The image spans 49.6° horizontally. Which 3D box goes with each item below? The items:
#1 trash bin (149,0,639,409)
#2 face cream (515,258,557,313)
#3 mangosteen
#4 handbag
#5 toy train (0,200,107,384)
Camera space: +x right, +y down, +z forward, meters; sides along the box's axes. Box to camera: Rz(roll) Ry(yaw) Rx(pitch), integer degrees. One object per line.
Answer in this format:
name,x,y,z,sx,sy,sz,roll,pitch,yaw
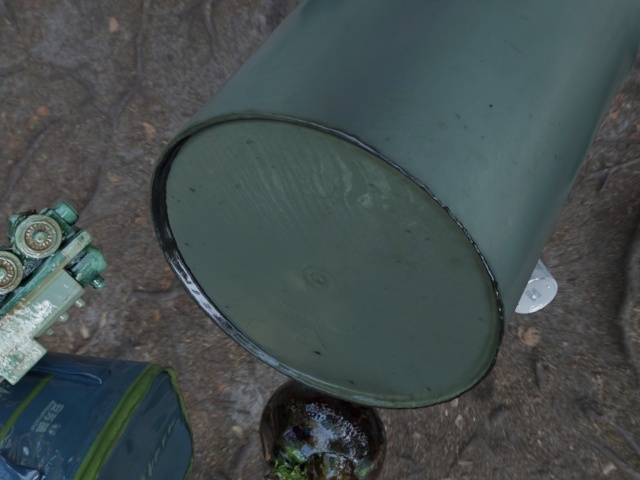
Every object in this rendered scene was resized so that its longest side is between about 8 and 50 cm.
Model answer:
trash bin,0.088,-0.110,0.562,0.280,0.280,0.432,26,50,11
face cream,0.354,-0.005,1.400,0.102,0.102,0.345,-28,43,8
mangosteen,-0.017,0.358,1.168,0.231,0.289,0.231,16,121,28
handbag,-0.301,0.251,0.770,0.241,0.263,0.222,3,126,13
toy train,-0.310,0.052,0.720,0.194,0.081,0.125,-47,119,-16
